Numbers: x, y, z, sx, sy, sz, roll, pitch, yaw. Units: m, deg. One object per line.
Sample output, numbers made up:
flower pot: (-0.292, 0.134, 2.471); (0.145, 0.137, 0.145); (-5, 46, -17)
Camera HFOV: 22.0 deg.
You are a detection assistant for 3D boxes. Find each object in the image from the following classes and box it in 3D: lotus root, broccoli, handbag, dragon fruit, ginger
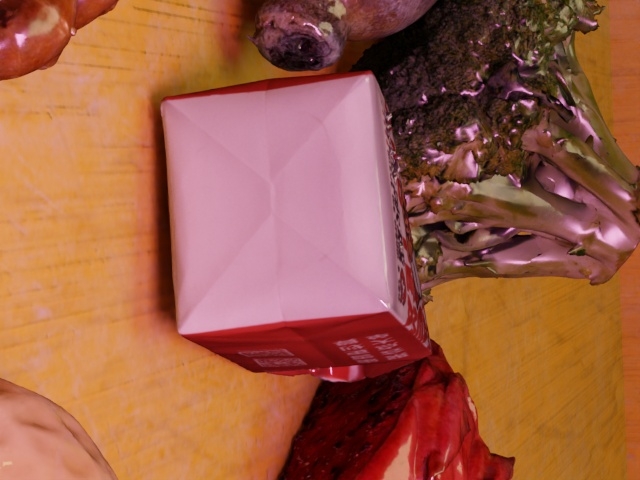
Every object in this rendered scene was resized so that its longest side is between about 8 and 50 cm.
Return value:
lotus root: (0.038, -0.252, 1.269); (0.349, 0.175, 0.175); (-68, 150, -50)
broccoli: (0.150, -0.078, 1.389); (0.304, 0.283, 0.321); (-54, 174, -43)
handbag: (0.000, 0.000, 1.150); (0.298, 0.151, 0.171); (41, 43, -74)
dragon fruit: (0.092, 0.199, 1.275); (0.205, 0.152, 0.317); (47, 30, -15)
ginger: (-0.153, -0.138, 0.831); (0.103, 0.073, 0.162); (57, 40, -34)

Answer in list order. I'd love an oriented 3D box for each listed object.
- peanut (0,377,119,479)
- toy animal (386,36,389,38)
peanut: (-0.125, 0.183, 0.797); (0.305, 0.147, 0.147); (59, 34, -48)
toy animal: (0.137, -0.212, 1.590); (0.179, 0.138, 0.166); (39, 68, -60)
